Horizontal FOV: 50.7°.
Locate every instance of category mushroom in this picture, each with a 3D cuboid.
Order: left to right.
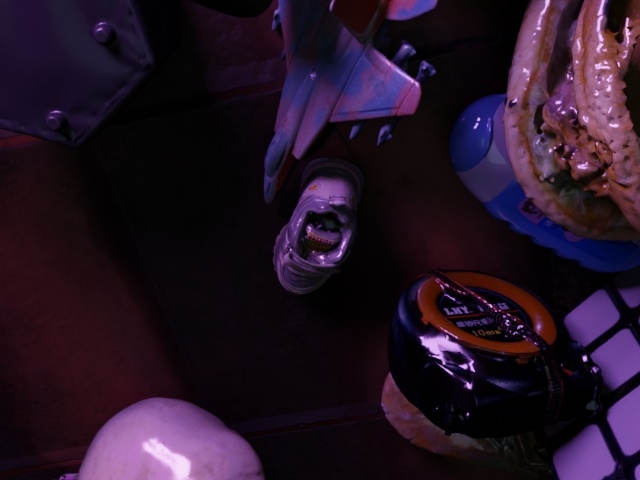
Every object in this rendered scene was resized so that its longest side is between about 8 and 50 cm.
[{"bbox_3d":[-0.192,0.345,0.916,0.253,0.260,0.234,-19,155,2],"label":"mushroom"}]

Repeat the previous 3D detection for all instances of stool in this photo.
[{"bbox_3d":[-0.251,-0.211,0.628,0.232,0.141,0.232,0,119,0],"label":"stool"}]

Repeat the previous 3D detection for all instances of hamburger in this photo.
[{"bbox_3d":[0.311,-0.123,0.595,0.318,0.195,0.277,39,88,-20],"label":"hamburger"}]

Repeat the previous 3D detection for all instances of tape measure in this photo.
[{"bbox_3d":[0.182,0.128,0.778,0.202,0.223,0.135,-4,123,-20],"label":"tape measure"}]

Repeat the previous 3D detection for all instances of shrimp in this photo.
[{"bbox_3d":[0.235,0.241,0.925,0.317,0.077,0.168,20,115,-7],"label":"shrimp"}]

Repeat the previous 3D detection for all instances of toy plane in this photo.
[{"bbox_3d":[0.003,-0.150,0.677,0.104,0.223,0.326,-24,154,-31],"label":"toy plane"}]

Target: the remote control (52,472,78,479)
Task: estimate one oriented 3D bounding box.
[{"bbox_3d":[-0.353,0.445,1.071,0.059,0.028,0.212,-15,118,13],"label":"remote control"}]

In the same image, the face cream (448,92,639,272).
[{"bbox_3d":[0.258,-0.069,0.740,0.264,0.083,0.149,27,103,-14],"label":"face cream"}]

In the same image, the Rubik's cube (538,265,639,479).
[{"bbox_3d":[0.485,0.218,0.760,0.344,0.337,0.344,32,115,-18],"label":"Rubik's cube"}]

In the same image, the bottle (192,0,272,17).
[{"bbox_3d":[-0.061,-0.333,0.545,0.156,0.143,0.271,19,95,-37],"label":"bottle"}]

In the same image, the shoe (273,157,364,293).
[{"bbox_3d":[0.000,0.000,0.776,0.089,0.092,0.180,16,119,-9],"label":"shoe"}]

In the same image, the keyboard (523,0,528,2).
[{"bbox_3d":[0.156,-0.281,0.657,0.231,0.023,0.072,11,112,-6],"label":"keyboard"}]
